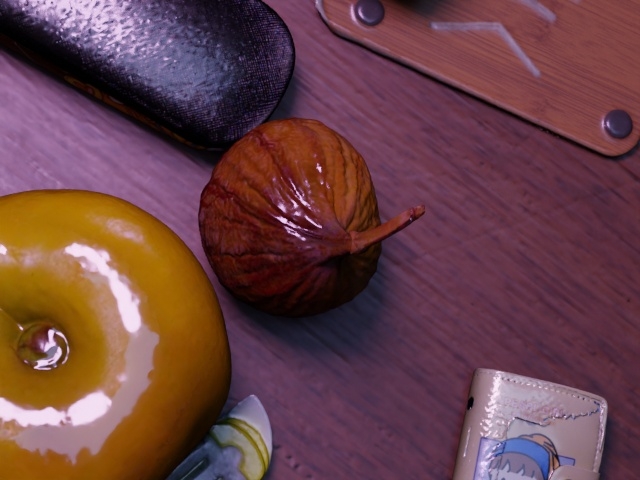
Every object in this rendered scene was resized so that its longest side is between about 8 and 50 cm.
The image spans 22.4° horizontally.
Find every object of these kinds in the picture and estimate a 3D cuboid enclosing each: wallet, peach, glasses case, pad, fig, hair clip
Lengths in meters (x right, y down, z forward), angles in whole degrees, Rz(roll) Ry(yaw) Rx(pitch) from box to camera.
[{"bbox_3d":[0.154,0.182,1.210,0.110,0.039,0.155,13,79,-5],"label":"wallet"},{"bbox_3d":[-0.189,0.081,1.123,0.251,0.153,0.251,-1,68,2],"label":"peach"},{"bbox_3d":[-0.170,-0.182,1.200,0.321,0.082,0.122,30,78,-4],"label":"glasses case"},{"bbox_3d":[0.169,-0.243,1.302,0.286,0.018,0.284,24,77,-5],"label":"pad"},{"bbox_3d":[0.000,0.000,1.133,0.134,0.201,0.146,-32,117,-13],"label":"fig"},{"bbox_3d":[-0.105,0.191,1.169,0.188,0.033,0.060,-38,90,-16],"label":"hair clip"}]
